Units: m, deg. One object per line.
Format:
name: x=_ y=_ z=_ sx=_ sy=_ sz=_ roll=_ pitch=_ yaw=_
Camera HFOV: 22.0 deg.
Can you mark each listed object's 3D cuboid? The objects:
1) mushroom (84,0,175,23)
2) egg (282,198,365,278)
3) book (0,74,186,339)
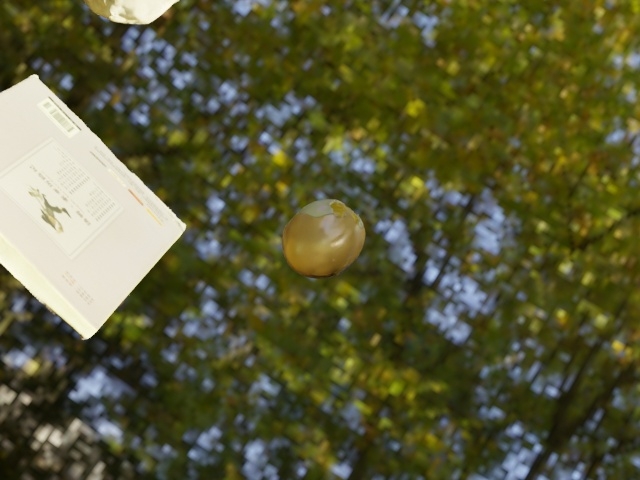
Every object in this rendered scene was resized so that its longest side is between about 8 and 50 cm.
mushroom: x=-0.115 y=-0.229 z=1.011 sx=0.088 sy=0.212 sz=0.097 roll=-3 pitch=-23 yaw=-26
egg: x=0.000 y=0.000 z=1.519 sx=0.071 sy=0.083 sz=0.071 roll=12 pitch=-68 yaw=30
book: x=-0.137 y=-0.023 z=0.854 sx=0.127 sy=0.182 sz=0.014 roll=45 pitch=-72 yaw=-5
